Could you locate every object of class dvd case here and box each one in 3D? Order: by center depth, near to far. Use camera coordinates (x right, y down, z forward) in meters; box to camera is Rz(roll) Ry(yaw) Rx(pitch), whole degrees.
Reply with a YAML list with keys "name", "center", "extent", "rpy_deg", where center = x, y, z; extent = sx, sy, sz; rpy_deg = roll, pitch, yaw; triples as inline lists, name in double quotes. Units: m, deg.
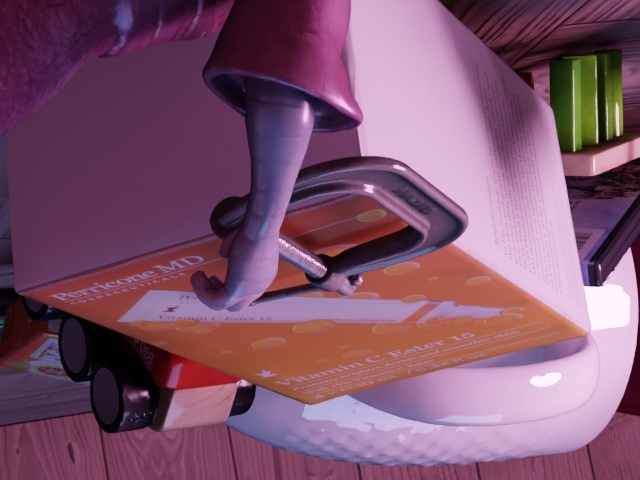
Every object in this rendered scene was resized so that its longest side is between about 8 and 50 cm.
- name: "dvd case"
  center: [0.113, -0.020, 1.251]
  extent: [0.253, 0.022, 0.180]
  rpy_deg: [3, -154, 29]

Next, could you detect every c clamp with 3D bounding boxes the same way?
- name: "c clamp"
  center: [0.000, 0.000, 0.831]
  extent: [0.137, 0.022, 0.160]
  rpy_deg: [-14, 159, 15]

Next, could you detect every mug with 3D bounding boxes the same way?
- name: "mug"
  center: [0.077, 0.069, 1.420]
  extent: [0.328, 0.276, 0.374]
  rpy_deg: [-1, -165, -25]

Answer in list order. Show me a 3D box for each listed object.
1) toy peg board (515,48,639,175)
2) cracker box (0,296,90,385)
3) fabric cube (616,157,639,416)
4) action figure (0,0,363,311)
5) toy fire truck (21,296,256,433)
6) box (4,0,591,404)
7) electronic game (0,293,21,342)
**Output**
- name: "toy peg board"
  center: [0.145, -0.096, 1.247]
  extent: [0.160, 0.079, 0.161]
  rpy_deg: [2, -170, 26]
- name: "cracker box"
  center: [-0.176, 0.100, 1.650]
  extent: [0.232, 0.067, 0.155]
  rpy_deg: [15, 159, -23]
- name: "fabric cube"
  center: [0.410, 0.023, 1.520]
  extent: [0.254, 0.258, 0.259]
  rpy_deg: [-3, -178, -25]
- name: "action figure"
  center: [-0.094, -0.131, 0.686]
  extent: [0.370, 0.248, 0.276]
  rpy_deg: [-20, 131, -18]
- name: "toy fire truck"
  center: [-0.135, -0.005, 1.280]
  extent: [0.158, 0.217, 0.246]
  rpy_deg: [-3, 126, -34]
- name: "box"
  center: [-0.002, -0.031, 1.026]
  extent: [0.215, 0.168, 0.345]
  rpy_deg: [-16, 158, 24]
- name: "electronic game"
  center: [-0.397, 0.101, 1.897]
  extent: [0.229, 0.048, 0.229]
  rpy_deg: [-10, 170, -2]
